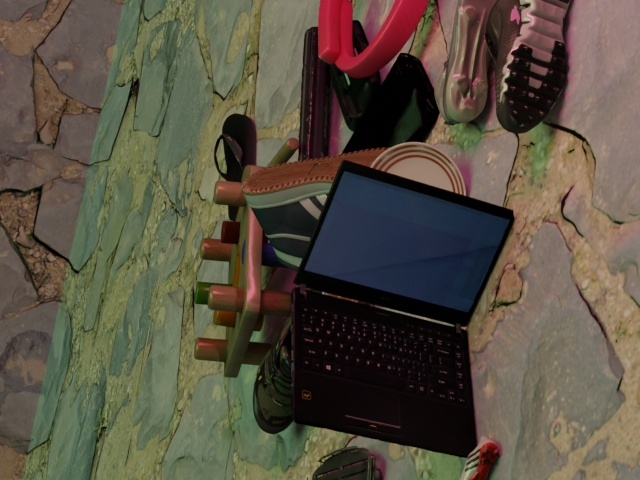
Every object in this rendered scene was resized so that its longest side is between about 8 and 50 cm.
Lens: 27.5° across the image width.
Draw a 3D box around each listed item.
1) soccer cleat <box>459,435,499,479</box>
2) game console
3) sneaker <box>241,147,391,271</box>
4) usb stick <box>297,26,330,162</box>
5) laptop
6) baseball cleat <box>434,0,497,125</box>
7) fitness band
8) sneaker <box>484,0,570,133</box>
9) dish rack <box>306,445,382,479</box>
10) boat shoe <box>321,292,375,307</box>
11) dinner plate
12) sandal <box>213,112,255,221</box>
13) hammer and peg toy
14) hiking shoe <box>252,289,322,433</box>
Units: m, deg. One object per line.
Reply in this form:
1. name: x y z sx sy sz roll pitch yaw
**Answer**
1. soccer cleat: 0.171 0.256 1.454 0.035 0.029 0.083 -117 49 -69
2. game console: 0.073 -0.214 1.933 0.213 0.044 0.361 -58 29 31
3. sneaker: 0.039 -0.034 1.804 0.282 0.153 0.099 -4 30 28
4. usb stick: -0.009 -0.209 2.079 0.077 0.045 0.278 76 -164 -68
5. laptop: 0.098 0.080 1.457 0.136 0.234 0.264 -48 35 48
6. baseball cleat: 0.184 -0.248 1.669 0.109 0.072 0.205 172 115 -72
7. fitness band: 0.082 -0.364 1.931 0.209 0.054 0.290 -38 36 34
8. sneaker: 0.236 -0.225 1.535 0.106 0.078 0.234 -27 49 64
9. dish rack: 0.002 0.401 1.687 0.208 0.074 0.271 -32 47 57
10. boat shoe: 0.045 0.109 1.789 0.066 0.066 0.183 -27 47 38
11. dinner plate: 0.120 -0.055 1.668 0.141 0.017 0.141 1 93 25
12. sandal: -0.158 -0.145 2.392 0.097 0.055 0.254 -56 30 37
13. hammer and peg toy: -0.120 0.003 2.055 0.266 0.127 0.361 112 161 -59
14. hiking shoe: -0.047 0.179 1.870 0.114 0.086 0.226 -42 -27 -76
